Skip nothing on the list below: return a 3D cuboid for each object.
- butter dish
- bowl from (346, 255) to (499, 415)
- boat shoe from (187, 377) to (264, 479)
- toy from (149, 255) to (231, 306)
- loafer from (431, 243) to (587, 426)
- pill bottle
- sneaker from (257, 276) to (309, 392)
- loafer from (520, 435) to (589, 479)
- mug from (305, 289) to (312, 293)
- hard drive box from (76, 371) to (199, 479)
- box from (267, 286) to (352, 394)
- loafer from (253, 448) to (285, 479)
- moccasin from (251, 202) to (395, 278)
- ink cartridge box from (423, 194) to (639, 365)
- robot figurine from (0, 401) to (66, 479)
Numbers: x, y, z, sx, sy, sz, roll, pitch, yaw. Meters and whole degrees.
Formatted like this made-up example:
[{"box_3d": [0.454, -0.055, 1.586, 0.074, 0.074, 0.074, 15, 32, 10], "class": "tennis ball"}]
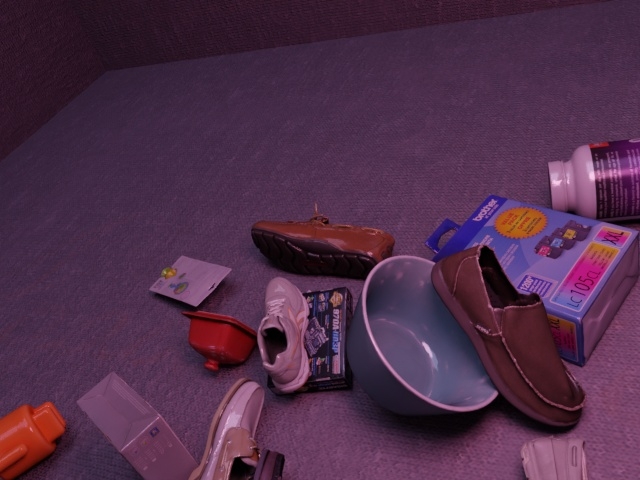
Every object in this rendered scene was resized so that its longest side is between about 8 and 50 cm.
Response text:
[{"box_3d": [-0.230, 0.237, 1.384, 0.160, 0.160, 0.118, 4, 66, 30], "class": "butter dish"}, {"box_3d": [0.173, 0.199, 1.147, 0.311, 0.163, 0.311, 18, 47, -20], "class": "bowl"}, {"box_3d": [-0.160, 0.408, 1.158, 0.103, 0.113, 0.302, 3, 54, 26], "class": "boat shoe"}, {"box_3d": [-0.341, 0.117, 1.633, 0.237, 0.056, 0.137, 13, 52, 42], "class": "toy"}, {"box_3d": [0.342, 0.159, 1.081, 0.134, 0.130, 0.366, -23, 69, -44], "class": "loafer"}, {"box_3d": [0.683, -0.135, 1.367, 0.323, 0.181, 0.181, -5, 40, 19], "class": "pill bottle"}, {"box_3d": [-0.082, 0.172, 1.269, 0.099, 0.121, 0.262, -20, 50, 11], "class": "sneaker"}, {"box_3d": [0.379, 0.422, 0.883, 0.111, 0.112, 0.319, -19, 36, 16], "class": "loafer"}, {"box_3d": [-0.031, 0.159, 1.432, 0.064, 0.062, 0.078, -37, 7, -8], "class": "mug"}, {"box_3d": [-0.330, 0.383, 1.157, 0.181, 0.232, 0.089, 23, 55, 43], "class": "hard drive box"}, {"box_3d": [-0.020, 0.214, 1.324, 0.175, 0.051, 0.220, -11, 52, 17], "class": "box"}, {"box_3d": [-0.078, 0.502, 1.016, 0.095, 0.109, 0.302, 2, 48, 7], "class": "loafer"}, {"box_3d": [-0.001, -0.002, 1.554, 0.380, 0.139, 0.147, 3, 42, 28], "class": "moccasin"}, {"box_3d": [0.413, 0.059, 1.286, 0.395, 0.151, 0.270, 19, 52, 42], "class": "ink cartridge box"}, {"box_3d": [-0.668, 0.444, 1.326, 0.219, 0.128, 0.158, -33, 50, -17], "class": "robot figurine"}]
